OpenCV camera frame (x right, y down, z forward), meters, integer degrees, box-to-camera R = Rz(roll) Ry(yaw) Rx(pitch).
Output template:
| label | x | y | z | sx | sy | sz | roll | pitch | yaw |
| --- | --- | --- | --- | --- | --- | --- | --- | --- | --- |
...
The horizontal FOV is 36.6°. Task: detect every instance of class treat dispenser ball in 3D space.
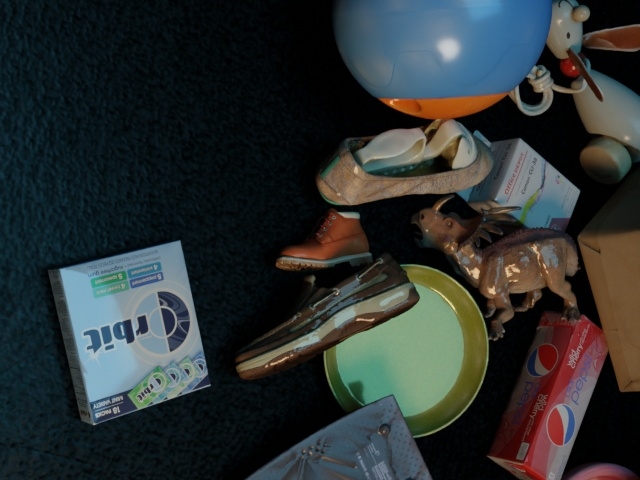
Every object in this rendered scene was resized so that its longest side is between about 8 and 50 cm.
| label | x | y | z | sx | sy | sz | roll | pitch | yaw |
| --- | --- | --- | --- | --- | --- | --- | --- | --- | --- |
| treat dispenser ball | 0.159 | -0.305 | 1.277 | 0.288 | 0.288 | 0.288 | 2 | 87 | -35 |

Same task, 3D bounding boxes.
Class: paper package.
| label | x | y | z | sx | sy | sz | roll | pitch | yaw |
| --- | --- | --- | --- | --- | --- | --- | --- | --- | --- |
| paper package | 0.585 | 0.045 | 1.566 | 0.325 | 0.168 | 0.309 | -38 | 115 | -44 |

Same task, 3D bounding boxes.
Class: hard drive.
| label | x | y | z | sx | sy | sz | roll | pitch | yaw |
| --- | --- | --- | --- | --- | --- | --- | --- | --- | --- |
| hard drive | 0.015 | 0.326 | 1.263 | 0.255 | 0.054 | 0.172 | -28 | 97 | -20 |

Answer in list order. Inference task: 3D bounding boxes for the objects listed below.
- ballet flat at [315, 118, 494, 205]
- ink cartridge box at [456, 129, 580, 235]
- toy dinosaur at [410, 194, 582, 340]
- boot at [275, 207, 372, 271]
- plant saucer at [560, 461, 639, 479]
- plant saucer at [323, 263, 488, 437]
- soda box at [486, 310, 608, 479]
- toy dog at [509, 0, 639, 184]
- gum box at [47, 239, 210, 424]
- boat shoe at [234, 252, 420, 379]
| label | x | y | z | sx | sy | sz | roll | pitch | yaw |
| --- | --- | --- | --- | --- | --- | --- | --- | --- | --- |
| ballet flat | 0.141 | -0.118 | 1.350 | 0.316 | 0.106 | 0.107 | -17 | 62 | -33 |
| ink cartridge box | 0.305 | -0.079 | 1.504 | 0.198 | 0.067 | 0.115 | 33 | 70 | -29 |
| toy dinosaur | 0.294 | 0.023 | 1.431 | 0.296 | 0.127 | 0.200 | -8 | 104 | -22 |
| boot | 0.000 | 0.000 | 1.300 | 0.158 | 0.059 | 0.084 | -6 | 88 | -43 |
| plant saucer | 0.421 | 0.520 | 1.551 | 0.332 | 0.084 | 0.332 | 2 | 87 | -34 |
| plant saucer | 0.116 | 0.152 | 1.347 | 0.241 | 0.037 | 0.240 | 0 | 91 | -15 |
| soda box | 0.363 | 0.245 | 1.522 | 0.092 | 0.083 | 0.263 | 37 | 69 | -28 |
| toy dog | 0.479 | -0.244 | 1.575 | 0.334 | 0.161 | 0.220 | 37 | 68 | -28 |
| gum box | -0.223 | 0.105 | 1.146 | 0.157 | 0.041 | 0.184 | -14 | 97 | -35 |
| boat shoe | -0.003 | 0.093 | 1.262 | 0.258 | 0.095 | 0.095 | -23 | 77 | -15 |
